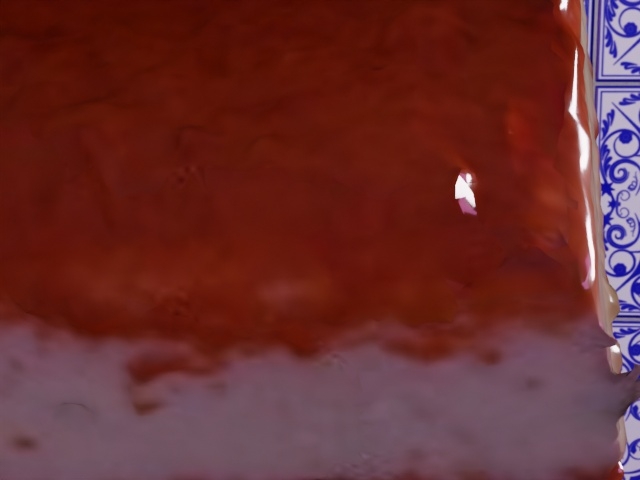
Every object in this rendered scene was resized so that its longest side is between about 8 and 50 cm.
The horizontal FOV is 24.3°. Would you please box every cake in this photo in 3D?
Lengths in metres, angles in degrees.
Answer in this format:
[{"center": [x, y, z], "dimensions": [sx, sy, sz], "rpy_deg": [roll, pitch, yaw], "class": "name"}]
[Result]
[{"center": [-0.029, 0.006, 0.546], "dimensions": [0.319, 0.270, 0.269], "rpy_deg": [84, 8, -50], "class": "cake"}]
